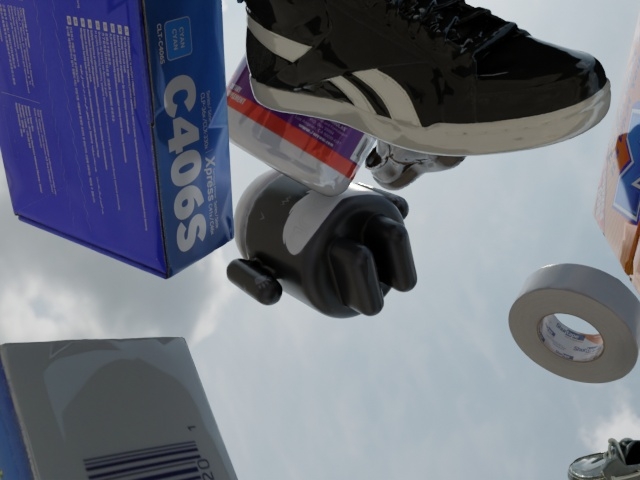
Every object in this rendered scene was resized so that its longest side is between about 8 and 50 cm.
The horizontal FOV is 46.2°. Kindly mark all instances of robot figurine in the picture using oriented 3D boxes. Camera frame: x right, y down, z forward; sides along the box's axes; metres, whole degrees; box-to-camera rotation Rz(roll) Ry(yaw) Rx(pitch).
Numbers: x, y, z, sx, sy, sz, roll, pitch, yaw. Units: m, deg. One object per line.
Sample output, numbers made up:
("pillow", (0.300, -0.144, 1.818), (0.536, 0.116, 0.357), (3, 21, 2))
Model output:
("robot figurine", (0.002, 0.001, 0.996), (0.278, 0.209, 0.174), (26, -79, 48))

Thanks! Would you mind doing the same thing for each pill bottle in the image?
("pill bottle", (0.024, -0.225, 0.857), (0.181, 0.181, 0.323), (32, -85, 28))

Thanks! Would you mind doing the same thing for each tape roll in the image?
("tape roll", (0.440, 0.144, 1.291), (0.219, 0.072, 0.219), (23, -40, 20))

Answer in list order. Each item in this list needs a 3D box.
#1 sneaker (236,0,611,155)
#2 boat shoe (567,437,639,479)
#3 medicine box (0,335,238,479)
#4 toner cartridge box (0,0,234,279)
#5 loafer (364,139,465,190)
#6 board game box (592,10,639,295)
("sneaker", (0.033, -0.118, 0.374), (0.216, 0.079, 0.121), (16, -48, 37))
("boat shoe", (0.492, 0.332, 1.144), (0.099, 0.116, 0.319), (58, -31, 0))
("medicine box", (-0.175, 0.242, 0.458), (0.289, 0.149, 0.264), (-39, -116, 27))
("toner cartridge box", (-0.146, -0.161, 0.478), (0.165, 0.075, 0.348), (18, -57, 28))
("loafer", (0.160, -0.188, 1.322), (0.130, 0.134, 0.366), (42, -16, -10))
("board game box", (0.447, -0.108, 0.550), (0.356, 0.356, 0.357), (8, -69, 7))
